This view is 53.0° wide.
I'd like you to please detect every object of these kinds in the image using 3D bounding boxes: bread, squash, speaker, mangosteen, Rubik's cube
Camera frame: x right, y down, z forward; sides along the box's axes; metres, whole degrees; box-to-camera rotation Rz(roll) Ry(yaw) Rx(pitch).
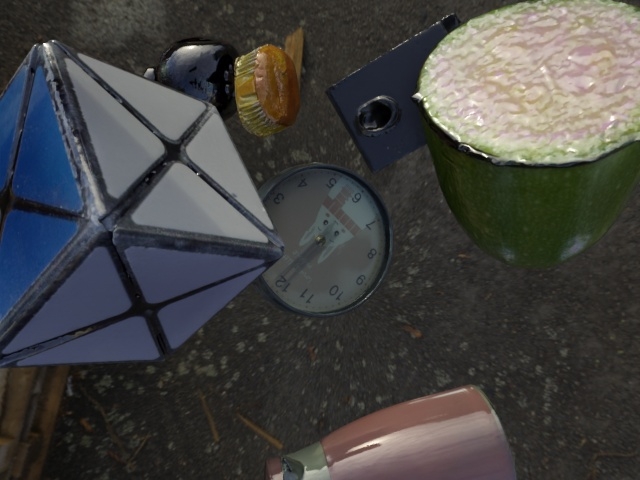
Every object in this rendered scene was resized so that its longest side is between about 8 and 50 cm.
[{"bbox_3d":[-0.117,-0.336,1.440,0.114,0.132,0.190,-13,85,40],"label":"bread"},{"bbox_3d":[0.302,-0.110,0.865,0.311,0.308,0.310,-10,51,13],"label":"squash"},{"bbox_3d":[0.166,-0.267,1.177,0.254,0.232,0.184,-29,96,13],"label":"speaker"},{"bbox_3d":[-0.292,-0.371,1.513,0.243,0.243,0.242,0,85,2],"label":"mangosteen"},{"bbox_3d":[-0.238,-0.021,0.737,0.259,0.255,0.260,-39,61,27],"label":"Rubik's cube"}]

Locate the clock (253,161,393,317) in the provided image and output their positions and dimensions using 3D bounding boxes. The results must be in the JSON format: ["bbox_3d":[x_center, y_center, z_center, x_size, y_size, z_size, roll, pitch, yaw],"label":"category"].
[{"bbox_3d":[0.000,0.000,1.560,0.387,0.076,0.385,0,90,-21],"label":"clock"}]

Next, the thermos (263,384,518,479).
[{"bbox_3d":[0.069,0.275,0.735,0.265,0.146,0.176,-12,125,-8],"label":"thermos"}]
